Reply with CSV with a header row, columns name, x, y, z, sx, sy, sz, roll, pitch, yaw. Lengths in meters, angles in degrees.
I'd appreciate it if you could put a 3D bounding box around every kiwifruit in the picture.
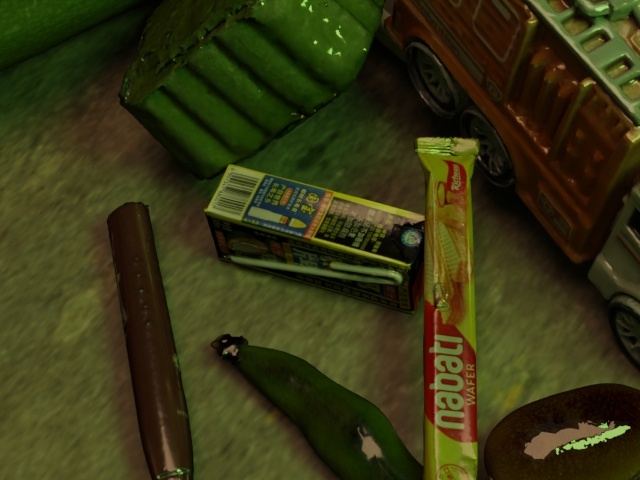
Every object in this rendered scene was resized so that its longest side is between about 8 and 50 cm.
name,x,y,z,sx,sy,sz,roll,pitch,yaw
kiwifruit,0.168,0.138,0.870,0.124,0.075,0.075,-19,55,-9

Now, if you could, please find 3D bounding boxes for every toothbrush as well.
name,x,y,z,sx,sy,sz,roll,pitch,yaw
toothbrush,-0.114,0.120,0.936,0.041,0.041,0.364,-14,55,-2

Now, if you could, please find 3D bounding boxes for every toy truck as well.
name,x,y,z,sx,sy,sz,roll,pitch,yaw
toy truck,0.217,-0.096,0.915,0.173,0.207,0.387,-31,68,-14

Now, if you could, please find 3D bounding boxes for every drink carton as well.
name,x,y,z,sx,sy,sz,roll,pitch,yaw
drink carton,0.000,0.000,0.987,0.166,0.071,0.056,16,62,18

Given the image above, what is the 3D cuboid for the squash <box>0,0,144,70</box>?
name,x,y,z,sx,sy,sz,roll,pitch,yaw
squash,-0.282,-0.279,1.100,0.384,0.263,0.263,-30,57,-14

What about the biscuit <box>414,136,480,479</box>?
name,x,y,z,sx,sy,sz,roll,pitch,yaw
biscuit,0.089,0.055,0.899,0.048,0.026,0.292,5,63,-7

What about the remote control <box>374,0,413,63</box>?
name,x,y,z,sx,sy,sz,roll,pitch,yaw
remote control,0.089,-0.193,1.124,0.090,0.049,0.230,-34,59,-15

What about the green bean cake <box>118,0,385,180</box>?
name,x,y,z,sx,sy,sz,roll,pitch,yaw
green bean cake,-0.050,-0.171,1.027,0.214,0.113,0.200,-32,30,34

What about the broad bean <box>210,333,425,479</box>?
name,x,y,z,sx,sy,sz,roll,pitch,yaw
broad bean,0.028,0.147,0.899,0.060,0.043,0.297,-41,59,-6
